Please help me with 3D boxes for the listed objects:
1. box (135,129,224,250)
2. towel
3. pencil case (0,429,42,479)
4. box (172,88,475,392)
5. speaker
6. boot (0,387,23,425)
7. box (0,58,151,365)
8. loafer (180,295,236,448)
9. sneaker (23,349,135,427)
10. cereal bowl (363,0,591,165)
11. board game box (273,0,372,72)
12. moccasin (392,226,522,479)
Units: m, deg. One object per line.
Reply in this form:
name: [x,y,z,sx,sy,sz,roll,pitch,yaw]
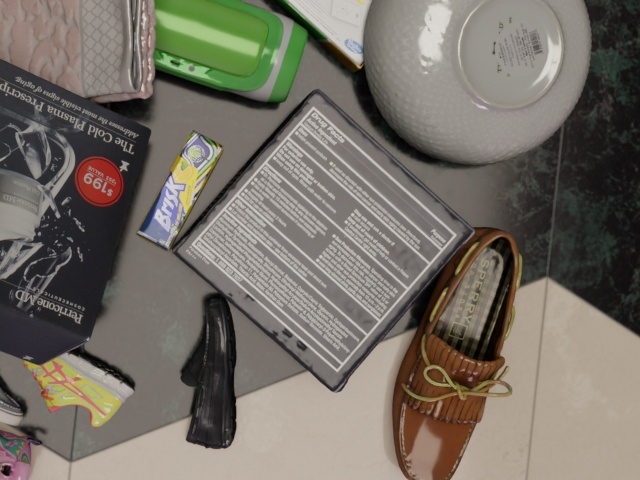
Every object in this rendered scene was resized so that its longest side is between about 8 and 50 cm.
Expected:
box: [-0.198,-0.069,1.936,0.054,0.059,0.169,28,87,-4]
towel: [-0.347,-0.344,1.831,0.317,0.053,0.332,1,89,35]
pencil case: [-0.535,0.290,1.868,0.284,0.124,0.124,17,88,-5]
box: [0.000,0.000,1.898,0.296,0.183,0.294,42,87,-5]
speaker: [-0.174,-0.289,1.906,0.296,0.131,0.131,18,88,-7]
boot: [-0.480,0.176,1.899,0.190,0.069,0.086,32,90,-4]
box: [-0.435,-0.052,1.754,0.343,0.179,0.313,24,64,-24]
loafer: [-0.158,0.187,1.924,0.078,0.076,0.223,2,104,2]
sneaker: [-0.369,0.191,1.908,0.208,0.081,0.094,31,89,-6]
cereal bowl: [0.236,-0.269,1.911,0.338,0.141,0.339,-3,100,-16]
board game box: [0.067,-0.438,1.963,0.242,0.064,0.316,42,86,-5]
moccasin: [0.202,0.167,1.942,0.139,0.147,0.380,23,88,-6]
